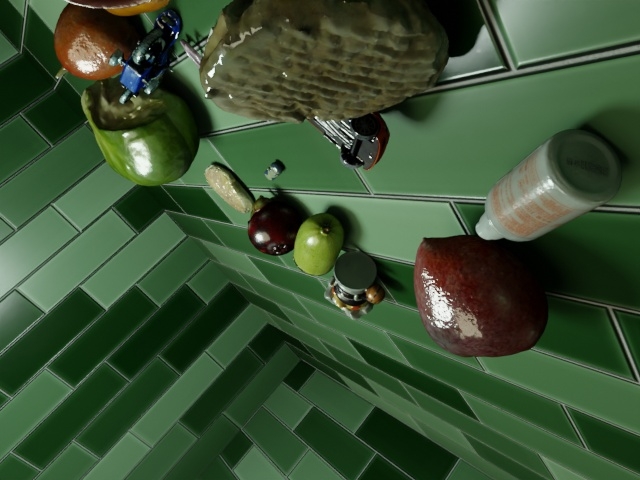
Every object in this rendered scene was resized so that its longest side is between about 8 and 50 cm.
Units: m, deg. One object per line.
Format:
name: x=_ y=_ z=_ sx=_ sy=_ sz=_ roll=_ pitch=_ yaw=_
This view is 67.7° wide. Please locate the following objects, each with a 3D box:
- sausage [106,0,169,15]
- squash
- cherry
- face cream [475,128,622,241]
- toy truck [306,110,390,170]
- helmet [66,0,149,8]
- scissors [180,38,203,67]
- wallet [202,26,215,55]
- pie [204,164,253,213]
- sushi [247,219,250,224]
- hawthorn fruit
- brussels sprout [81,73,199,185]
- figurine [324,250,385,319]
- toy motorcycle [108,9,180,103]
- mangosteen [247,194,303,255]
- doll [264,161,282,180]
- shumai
sausage: x=-0.399 y=-0.535 z=1.009 sx=0.275 sy=0.105 sz=0.105 roll=24 pitch=153 yaw=45
squash: x=0.000 y=0.000 z=1.306 sx=0.133 sy=0.132 sz=0.247 roll=40 pitch=157 yaw=9
cherry: x=0.283 y=0.093 z=0.868 sx=0.239 sy=0.206 sz=0.239 roll=170 pitch=90 yaw=-75
face cream: x=0.290 y=-0.052 z=0.672 sx=0.101 sy=0.101 sz=0.251 roll=41 pitch=161 yaw=5
toy truck: x=0.022 y=-0.237 z=0.790 sx=0.253 sy=0.114 sz=0.107 roll=42 pitch=161 yaw=8
helmet: x=-0.365 y=-0.544 z=0.664 sx=0.386 sy=0.229 sz=0.338 roll=12 pitch=161 yaw=-20
scissors: x=-0.263 y=-0.386 z=1.152 sx=0.110 sy=0.021 sz=0.212 roll=47 pitch=173 yaw=50
wallet: x=-0.223 y=-0.410 z=1.036 sx=0.061 sy=0.025 sz=0.122 roll=46 pitch=161 yaw=-12
pie: x=-0.321 y=-0.184 z=1.660 sx=0.218 sy=0.052 sz=0.185 roll=39 pitch=162 yaw=18
sushi: x=-0.224 y=-0.045 z=1.762 sx=0.083 sy=0.056 sz=0.085 roll=56 pitch=159 yaw=-14
hawthorn fruit: x=-0.595 y=-0.504 z=1.242 sx=0.199 sy=0.251 sz=0.199 roll=48 pitch=-170 yaw=-11
brussels sprout: x=-0.528 y=-0.329 z=1.427 sx=0.371 sy=0.276 sz=0.314 roll=37 pitch=156 yaw=20
figurine: x=0.103 y=0.141 z=1.398 sx=0.176 sy=0.133 sz=0.236 roll=40 pitch=157 yaw=16
toy motorcycle: x=-0.419 y=-0.444 z=1.169 sx=0.113 sy=0.168 sz=0.315 roll=40 pitch=153 yaw=-19
mangosteen: x=-0.142 y=-0.052 z=1.444 sx=0.200 sy=0.200 sz=0.199 roll=37 pitch=160 yaw=16
doll: x=-0.132 y=-0.188 z=1.318 sx=0.037 sy=0.027 sz=0.125 roll=39 pitch=162 yaw=-10
shumai: x=0.004 y=-0.310 z=0.615 sx=0.267 sy=0.315 sz=0.262 roll=135 pitch=132 yaw=-73
